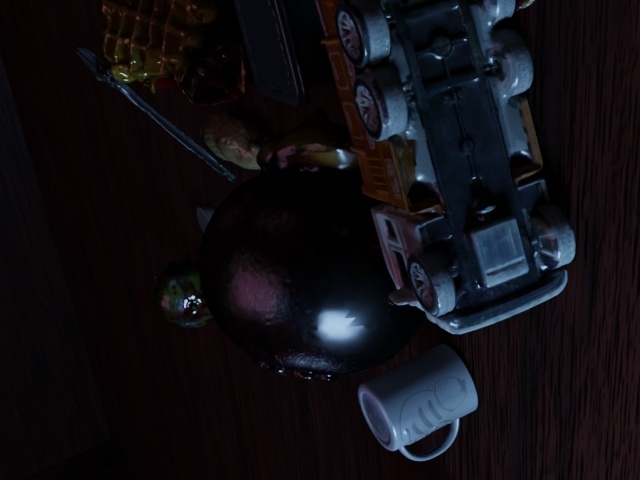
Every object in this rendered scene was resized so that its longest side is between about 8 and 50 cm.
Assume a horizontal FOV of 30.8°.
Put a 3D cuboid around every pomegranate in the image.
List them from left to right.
[{"bbox_3d":[-0.274,0.098,2.349,0.169,0.148,0.148,44,149,41],"label":"pomegranate"}]

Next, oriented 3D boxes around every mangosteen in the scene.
[{"bbox_3d":[0.000,0.000,1.451,0.307,0.307,0.346,173,105,-68],"label":"mangosteen"}]

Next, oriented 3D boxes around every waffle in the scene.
[{"bbox_3d":[-0.241,-0.366,1.709,0.329,0.062,0.329,-9,78,50],"label":"waffle"}]

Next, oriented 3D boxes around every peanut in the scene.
[{"bbox_3d":[-0.129,-0.157,1.837,0.187,0.082,0.082,24,133,59],"label":"peanut"}]

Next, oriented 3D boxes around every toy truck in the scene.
[{"bbox_3d":[0.114,-0.112,1.203,0.207,0.173,0.387,-161,54,-70],"label":"toy truck"}]

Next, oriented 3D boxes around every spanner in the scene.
[{"bbox_3d":[-0.260,-0.197,1.840,0.325,0.026,0.093,41,176,-10],"label":"spanner"}]

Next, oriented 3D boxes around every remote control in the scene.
[{"bbox_3d":[-0.169,0.032,2.193,0.245,0.022,0.077,56,154,24],"label":"remote control"}]

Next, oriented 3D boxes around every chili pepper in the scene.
[{"bbox_3d":[-0.244,-0.306,1.862,0.338,0.135,0.131,25,124,53],"label":"chili pepper"}]

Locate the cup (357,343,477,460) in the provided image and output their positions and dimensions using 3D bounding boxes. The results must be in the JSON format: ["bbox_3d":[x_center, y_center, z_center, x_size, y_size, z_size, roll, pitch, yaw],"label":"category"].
[{"bbox_3d":[0.136,0.223,1.533,0.136,0.133,0.099,65,162,3],"label":"cup"}]

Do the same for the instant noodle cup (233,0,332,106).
[{"bbox_3d":[-0.049,-0.275,1.539,0.157,0.070,0.179,27,137,60],"label":"instant noodle cup"}]

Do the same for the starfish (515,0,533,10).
[{"bbox_3d":[0.183,-0.329,0.960,0.235,0.062,0.277,51,156,35],"label":"starfish"}]
